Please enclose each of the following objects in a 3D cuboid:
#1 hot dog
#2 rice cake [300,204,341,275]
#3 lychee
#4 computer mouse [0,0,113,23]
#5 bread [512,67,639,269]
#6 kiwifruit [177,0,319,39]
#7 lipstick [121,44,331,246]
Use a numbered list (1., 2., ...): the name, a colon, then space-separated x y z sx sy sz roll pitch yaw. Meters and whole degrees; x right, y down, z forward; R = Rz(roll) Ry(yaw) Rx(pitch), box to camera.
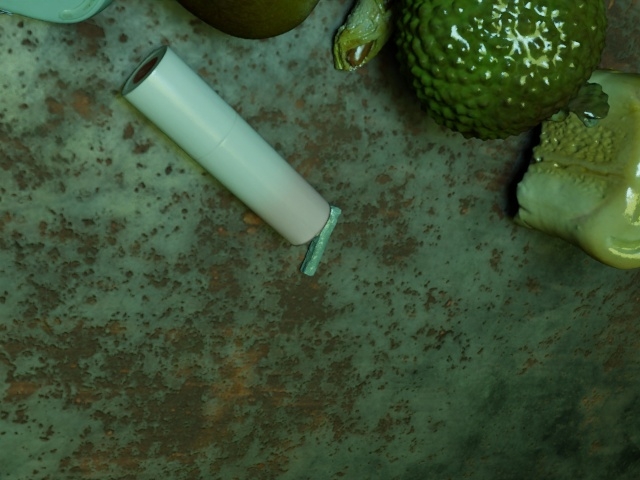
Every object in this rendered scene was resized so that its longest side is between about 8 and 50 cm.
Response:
1. hot dog: 0.077 -0.312 0.897 0.078 0.061 0.169 19 103 -30
2. rice cake: 0.000 0.000 1.021 0.022 0.021 0.121 13 105 -39
3. lychee: 0.252 -0.271 0.879 0.319 0.269 0.270 -9 116 -40
4. computer mouse: -0.343 -0.333 0.666 0.288 0.097 0.159 13 136 -35
5. bread: 0.507 -0.120 1.067 0.211 0.270 0.316 7 103 -42
6. kiwifruit: -0.095 -0.340 0.734 0.234 0.196 0.196 37 93 -35
7. lipstick: -0.118 -0.119 0.878 0.087 0.087 0.327 -47 122 1
